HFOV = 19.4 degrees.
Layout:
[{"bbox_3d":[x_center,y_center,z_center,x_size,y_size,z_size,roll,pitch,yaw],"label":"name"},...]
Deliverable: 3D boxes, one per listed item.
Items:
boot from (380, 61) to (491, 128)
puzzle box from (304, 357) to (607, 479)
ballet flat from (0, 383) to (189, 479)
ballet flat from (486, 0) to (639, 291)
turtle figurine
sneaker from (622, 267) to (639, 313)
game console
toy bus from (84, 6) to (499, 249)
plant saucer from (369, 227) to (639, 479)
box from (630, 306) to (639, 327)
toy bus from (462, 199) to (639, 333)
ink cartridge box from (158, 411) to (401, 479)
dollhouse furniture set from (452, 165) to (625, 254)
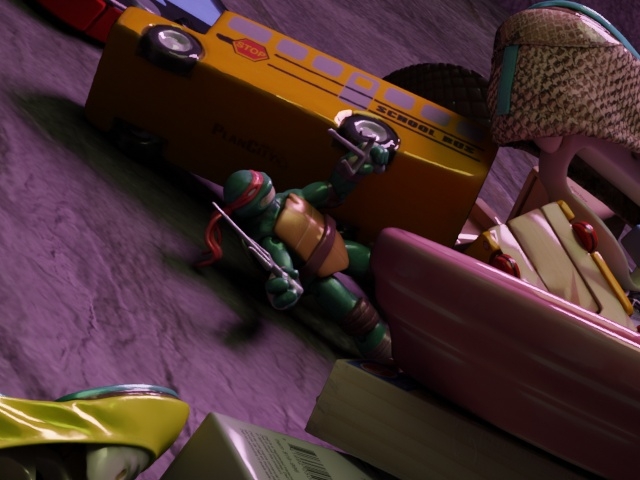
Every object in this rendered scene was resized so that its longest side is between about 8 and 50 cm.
[{"bbox_3d":[0.108,-0.120,1.887,0.246,0.083,0.161,-6,-8,37],"label":"boot"},{"bbox_3d":[0.160,0.157,1.280,0.272,0.052,0.409,24,3,12],"label":"puzzle box"},{"bbox_3d":[-0.153,0.118,0.999,0.231,0.077,0.077,11,52,-50],"label":"ballet flat"},{"bbox_3d":[0.311,-0.027,1.674,0.483,0.182,0.164,32,-25,-35],"label":"ballet flat"},{"bbox_3d":[0.000,0.000,1.476,0.234,0.175,0.118,41,-28,-29],"label":"turtle figurine"},{"bbox_3d":[0.329,0.050,2.149,0.162,0.063,0.073,30,1,-35],"label":"sneaker"},{"bbox_3d":[-0.209,-0.287,1.931,0.342,0.060,0.386,21,24,-41],"label":"game console"},{"bbox_3d":[-0.023,-0.096,1.583,0.333,0.108,0.130,25,34,2],"label":"toy bus"},{"bbox_3d":[0.175,0.093,1.199,0.332,0.084,0.332,23,2,-1],"label":"plant saucer"},{"bbox_3d":[0.230,0.121,1.607,0.126,0.137,0.072,48,18,31],"label":"box"},{"bbox_3d":[0.193,0.072,1.519,0.191,0.104,0.202,22,57,-10],"label":"toy bus"},{"bbox_3d":[0.018,0.198,1.078,0.208,0.087,0.153,22,22,-39],"label":"ink cartridge box"},{"bbox_3d":[0.143,0.032,1.746,0.242,0.161,0.212,-10,46,-38],"label":"dollhouse furniture set"}]
